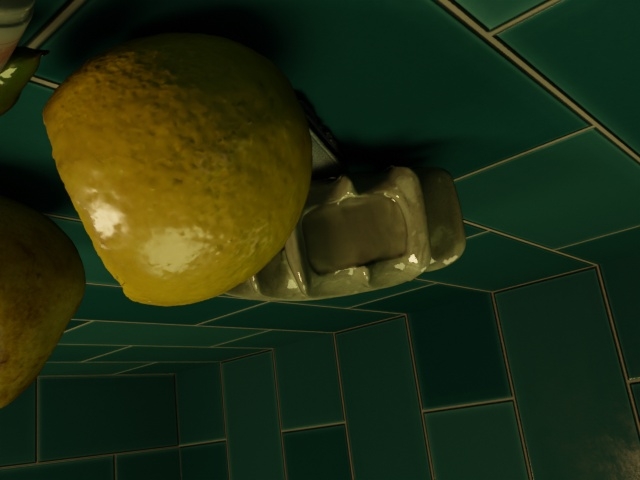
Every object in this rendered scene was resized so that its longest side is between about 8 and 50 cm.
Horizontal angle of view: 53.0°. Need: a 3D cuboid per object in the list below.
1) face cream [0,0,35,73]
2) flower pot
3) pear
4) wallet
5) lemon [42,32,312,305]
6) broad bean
[{"bbox_3d":[-0.248,-0.161,0.425,0.101,0.101,0.252,11,137,-46],"label":"face cream"},{"bbox_3d":[0.000,0.000,0.911,0.367,0.164,0.254,-10,179,-15],"label":"flower pot"},{"bbox_3d":[-0.476,0.066,0.818,0.304,0.304,0.304,-7,163,-2],"label":"pear"},{"bbox_3d":[-0.067,-0.109,0.815,0.167,0.036,0.222,-13,163,14],"label":"wallet"},{"bbox_3d":[-0.113,-0.072,0.588,0.219,0.240,0.240,-26,166,-11],"label":"lemon"},{"bbox_3d":[-0.359,-0.121,0.598,0.325,0.067,0.075,-13,179,30],"label":"broad bean"}]
